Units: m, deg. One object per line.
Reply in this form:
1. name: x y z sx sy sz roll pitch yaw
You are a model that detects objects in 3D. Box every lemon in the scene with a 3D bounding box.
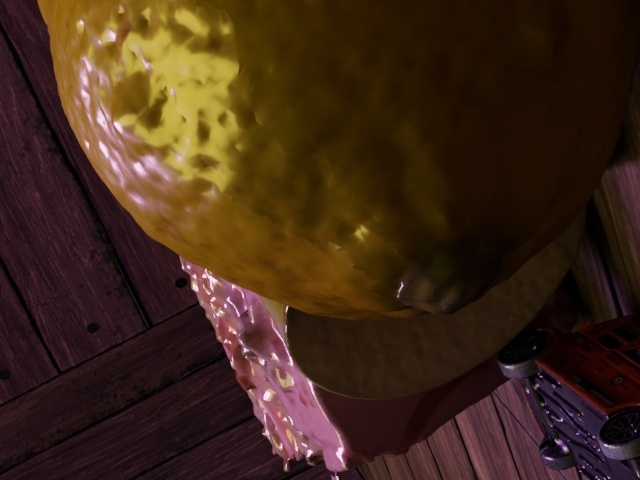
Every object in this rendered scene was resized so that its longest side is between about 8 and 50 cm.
1. lemon: 0.016 -0.124 1.021 0.350 0.349 0.387 79 172 -64

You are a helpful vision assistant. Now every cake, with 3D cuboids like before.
1. cake: 0.032 0.014 1.626 0.314 0.293 0.307 59 168 -4

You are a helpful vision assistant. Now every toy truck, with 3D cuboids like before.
1. toy truck: 0.231 0.131 1.334 0.107 0.114 0.252 65 171 -22

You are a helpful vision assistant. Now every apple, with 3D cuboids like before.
1. apple: 0.054 -0.047 1.340 0.233 0.258 0.295 62 177 28
